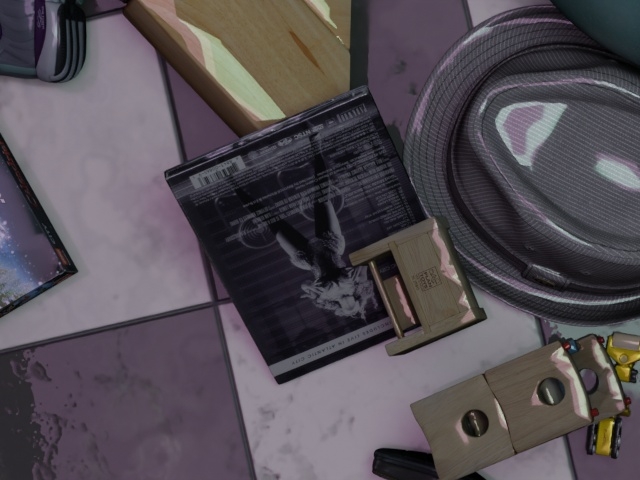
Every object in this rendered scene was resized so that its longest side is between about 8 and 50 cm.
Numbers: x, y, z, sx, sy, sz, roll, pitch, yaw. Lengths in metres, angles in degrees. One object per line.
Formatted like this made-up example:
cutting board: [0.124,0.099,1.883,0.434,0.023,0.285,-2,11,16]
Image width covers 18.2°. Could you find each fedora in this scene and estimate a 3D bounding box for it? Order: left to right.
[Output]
fedora: [0.196,-0.060,1.522,0.275,0.124,0.243,33,91,6]

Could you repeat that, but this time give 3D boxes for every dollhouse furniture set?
dollhouse furniture set: [0.131,0.070,1.511,0.129,0.129,0.183,-25,82,18]

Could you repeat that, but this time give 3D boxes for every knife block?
knife block: [-0.100,-0.171,1.543,0.242,0.088,0.275,1,89,-12]

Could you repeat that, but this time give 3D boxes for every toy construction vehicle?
toy construction vehicle: [0.254,0.123,1.558,0.086,0.035,0.098,4,86,17]

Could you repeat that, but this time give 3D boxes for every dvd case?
dvd case: [0.000,0.000,1.529,0.164,0.018,0.221,-23,125,5]

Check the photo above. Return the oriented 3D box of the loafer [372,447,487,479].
loafer: [0.115,0.211,1.555,0.170,0.062,0.061,22,95,8]

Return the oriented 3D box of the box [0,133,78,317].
box: [-0.323,-0.035,1.619,0.159,0.044,0.233,-30,85,5]

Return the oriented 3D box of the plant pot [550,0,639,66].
plant pot: [0.245,-0.266,1.467,0.196,0.293,0.293,17,90,33]

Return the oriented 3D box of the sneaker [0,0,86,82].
sneaker: [-0.243,-0.238,1.602,0.098,0.083,0.223,0,87,14]
